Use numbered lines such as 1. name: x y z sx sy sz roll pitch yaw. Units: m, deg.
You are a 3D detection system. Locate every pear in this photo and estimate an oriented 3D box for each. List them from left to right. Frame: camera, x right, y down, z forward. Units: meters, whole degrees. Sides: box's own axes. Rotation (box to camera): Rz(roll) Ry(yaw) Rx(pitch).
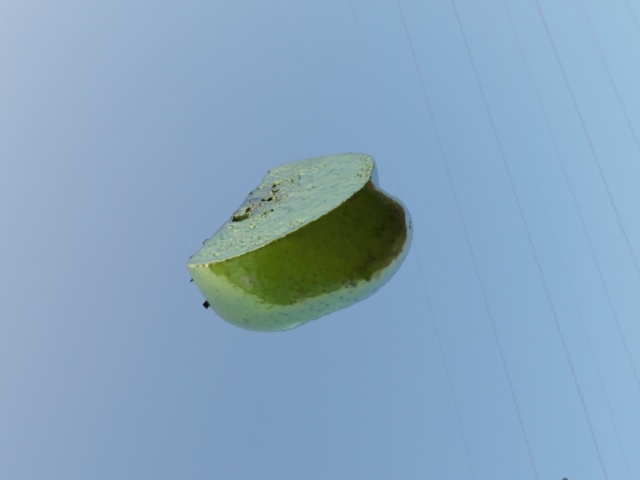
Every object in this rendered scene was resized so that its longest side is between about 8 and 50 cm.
1. pear: 0.000 0.000 0.641 0.292 0.292 0.160 -39 -64 -23

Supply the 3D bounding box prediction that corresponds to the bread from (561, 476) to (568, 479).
1. bread: 0.260 0.344 0.411 0.088 0.233 0.161 -30 -83 4
